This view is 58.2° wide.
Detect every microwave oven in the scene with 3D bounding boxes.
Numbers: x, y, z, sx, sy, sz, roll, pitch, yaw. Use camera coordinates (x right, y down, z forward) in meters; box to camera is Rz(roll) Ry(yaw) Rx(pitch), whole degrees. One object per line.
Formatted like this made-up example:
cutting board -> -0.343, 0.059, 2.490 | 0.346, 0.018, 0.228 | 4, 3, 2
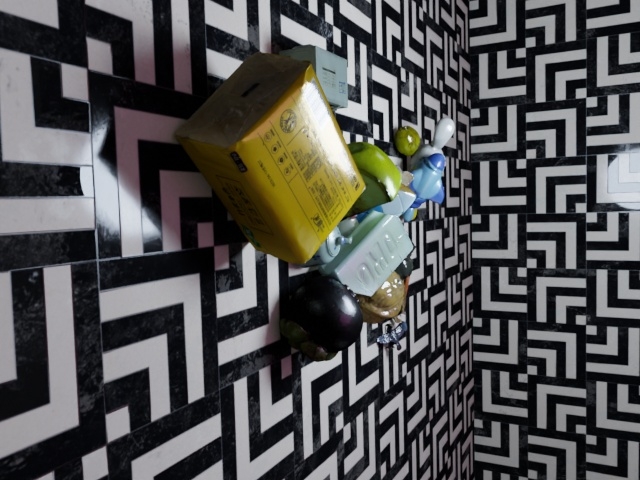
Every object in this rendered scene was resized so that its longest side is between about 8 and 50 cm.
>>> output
microwave oven -> -0.018, -0.451, 1.619 | 0.208, 0.122, 0.162 | -10, 99, -63

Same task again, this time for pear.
pear -> 0.105, -0.205, 1.729 | 0.176, 0.286, 0.282 | 57, 39, -18
pear -> 0.358, -0.413, 2.376 | 0.131, 0.107, 0.107 | 78, 28, -42

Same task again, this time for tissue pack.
tissue pack -> -0.096, -0.181, 1.310 | 0.293, 0.228, 0.382 | -53, 137, -22

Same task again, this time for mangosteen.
mangosteen -> 0.005, 0.219, 1.597 | 0.243, 0.242, 0.243 | -1, 91, -63

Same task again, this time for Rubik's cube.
Rubik's cube -> 0.211, -0.113, 1.966 | 0.254, 0.254, 0.255 | -1, 91, -63

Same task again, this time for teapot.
teapot -> 0.000, 0.000, 1.633 | 0.232, 0.159, 0.159 | -3, 93, -63

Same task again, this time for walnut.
walnut -> 0.191, 0.182, 1.963 | 0.245, 0.198, 0.198 | -33, 119, -59

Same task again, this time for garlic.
garlic -> 0.284, -0.215, 2.244 | 0.131, 0.127, 0.194 | -61, 172, -13

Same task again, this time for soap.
soap -> 0.145, 0.054, 1.771 | 0.289, 0.095, 0.173 | -45, 123, -23

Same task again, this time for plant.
plant -> 0.255, 0.035, 2.126 | 0.256, 0.164, 0.142 | 64, 30, -15

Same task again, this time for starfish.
starfish -> 0.316, 0.179, 2.349 | 0.299, 0.060, 0.303 | 32, 61, -56

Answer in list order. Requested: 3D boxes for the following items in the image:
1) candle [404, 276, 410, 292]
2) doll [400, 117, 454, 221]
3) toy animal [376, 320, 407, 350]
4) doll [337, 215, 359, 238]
candle -> 0.376, 0.178, 2.507 | 0.026, 0.021, 0.167 | 97, 8, -59
doll -> 0.443, -0.271, 2.397 | 0.376, 0.187, 0.366 | 74, 33, -55
toy animal -> 0.288, 0.382, 2.290 | 0.220, 0.062, 0.108 | -14, 103, -51
doll -> 0.089, 0.002, 1.848 | 0.107, 0.110, 0.181 | -100, 176, -73
